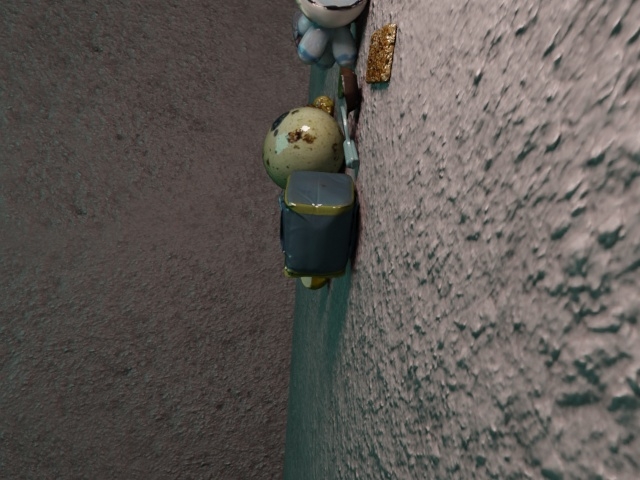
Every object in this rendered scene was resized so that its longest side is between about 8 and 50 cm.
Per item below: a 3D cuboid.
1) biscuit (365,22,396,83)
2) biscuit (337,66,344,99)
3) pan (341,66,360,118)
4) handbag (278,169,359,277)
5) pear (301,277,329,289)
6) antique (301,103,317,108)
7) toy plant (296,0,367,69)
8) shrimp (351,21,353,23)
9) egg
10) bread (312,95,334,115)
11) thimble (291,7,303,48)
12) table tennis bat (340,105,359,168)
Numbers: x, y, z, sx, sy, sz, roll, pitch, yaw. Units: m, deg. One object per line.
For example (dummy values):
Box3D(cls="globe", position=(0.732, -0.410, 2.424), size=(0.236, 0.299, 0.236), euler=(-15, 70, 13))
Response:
Box3D(cls="biscuit", position=(0.142, -0.450, 1.202), size=(0.231, 0.025, 0.131), euler=(-108, 23, -74))
Box3D(cls="biscuit", position=(0.083, -0.629, 1.881), size=(0.144, 0.016, 0.203), euler=(136, 138, -80))
Box3D(cls="pan", position=(0.094, -0.453, 1.504), size=(0.202, 0.048, 0.128), euler=(-42, -54, -84))
Box3D(cls="handbag", position=(-0.007, -0.050, 1.407), size=(0.263, 0.222, 0.241), euler=(-94, 6, -57))
Box3D(cls="pear", position=(-0.013, 0.114, 1.861), size=(0.141, 0.104, 0.141), euler=(31, 126, 57))
Box3D(cls="antique", position=(-0.033, -0.460, 2.087), size=(0.224, 0.129, 0.278), euler=(64, 177, -36))
Box3D(cls="toy plant", position=(0.027, -0.690, 1.577), size=(0.332, 0.247, 0.247), euler=(100, 172, -63))
Box3D(cls="shrimp", position=(0.118, -0.865, 1.641), size=(0.198, 0.051, 0.262), euler=(-115, 27, -63))
Box3D(cls="egg", position=(-0.058, -0.312, 1.705), size=(0.379, 0.287, 0.288), euler=(110, 163, -72))
Box3D(cls="bread", position=(0.007, -0.588, 2.212), size=(0.269, 0.087, 0.098), euler=(-131, 49, -80))
Box3D(cls="thimble", position=(-0.037, -0.991, 2.351), size=(0.236, 0.205, 0.172), euler=(104, 167, -52))
Box3D(cls="table tennis bat", position=(0.085, -0.304, 1.486), size=(0.153, 0.040, 0.244), euler=(76, -174, -47))
